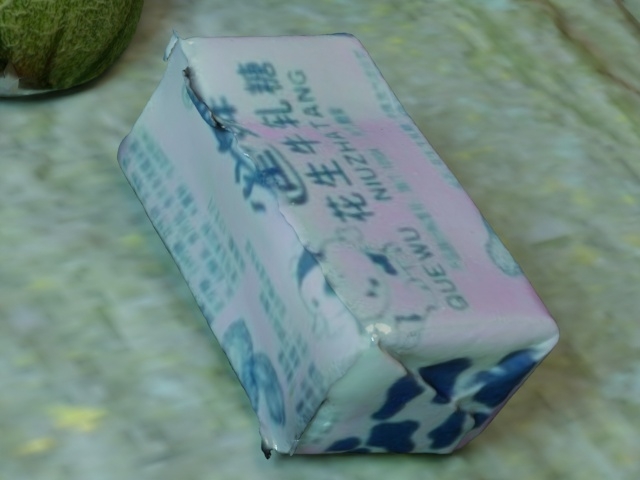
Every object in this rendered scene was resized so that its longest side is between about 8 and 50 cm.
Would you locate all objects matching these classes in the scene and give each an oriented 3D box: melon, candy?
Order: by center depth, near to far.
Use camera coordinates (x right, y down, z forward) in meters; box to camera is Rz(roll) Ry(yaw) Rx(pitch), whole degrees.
[{"bbox_3d":[0.000,0.000,0.652,0.092,0.073,0.160,-3,47,-38],"label":"candy"},{"bbox_3d":[-0.122,-0.120,0.706,0.160,0.079,0.128,-1,54,-32],"label":"melon"}]
